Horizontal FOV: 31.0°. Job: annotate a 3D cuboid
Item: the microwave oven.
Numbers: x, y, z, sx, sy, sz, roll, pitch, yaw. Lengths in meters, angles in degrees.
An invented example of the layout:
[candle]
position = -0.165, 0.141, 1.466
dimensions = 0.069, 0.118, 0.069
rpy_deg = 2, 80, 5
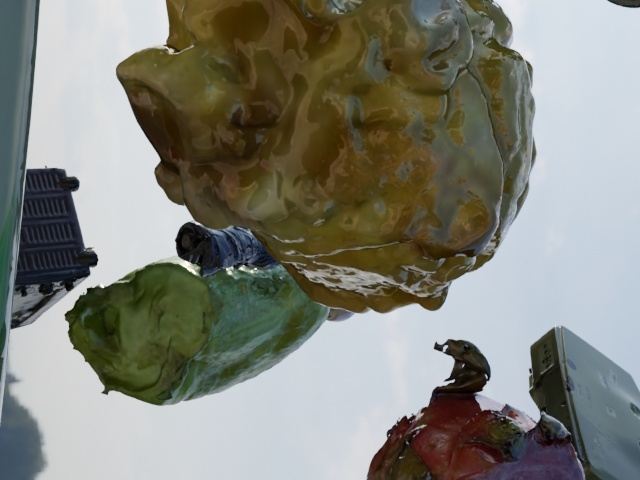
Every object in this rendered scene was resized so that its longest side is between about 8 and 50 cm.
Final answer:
[microwave oven]
position = -0.452, 0.025, 1.627
dimensions = 0.247, 0.178, 0.188
rpy_deg = -35, -110, 49

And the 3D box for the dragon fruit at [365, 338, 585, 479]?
[dragon fruit]
position = 0.132, 0.235, 0.969
dimensions = 0.147, 0.211, 0.282
rpy_deg = -134, -139, -71

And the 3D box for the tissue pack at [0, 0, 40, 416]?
[tissue pack]
position = -0.306, -0.065, 0.627
dimensions = 0.331, 0.205, 0.405
rpy_deg = 31, -63, 47

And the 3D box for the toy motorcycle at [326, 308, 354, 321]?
[toy motorcycle]
position = 0.000, 0.000, 1.768
dimensions = 0.112, 0.112, 0.254
rpy_deg = 176, -96, -71

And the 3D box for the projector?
[projector]
position = 0.358, 0.251, 1.486
dimensions = 0.088, 0.193, 0.269
rpy_deg = -45, -158, 28

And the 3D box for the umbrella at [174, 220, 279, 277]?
[umbrella]
position = -0.086, 0.011, 1.397
dimensions = 0.071, 0.248, 0.071
rpy_deg = -1, -92, 30

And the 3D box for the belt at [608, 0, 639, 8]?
[belt]
position = 0.399, -0.468, 1.223
dimensions = 0.300, 0.173, 0.437
rpy_deg = 34, -48, 56

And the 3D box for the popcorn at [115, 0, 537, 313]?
[popcorn]
position = 0.031, -0.127, 1.070
dimensions = 0.344, 0.390, 0.354
rpy_deg = -10, -120, 37

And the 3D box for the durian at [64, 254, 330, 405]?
[durian]
position = -0.150, 0.113, 1.594
dimensions = 0.255, 0.339, 0.205
rpy_deg = -27, -110, 50
